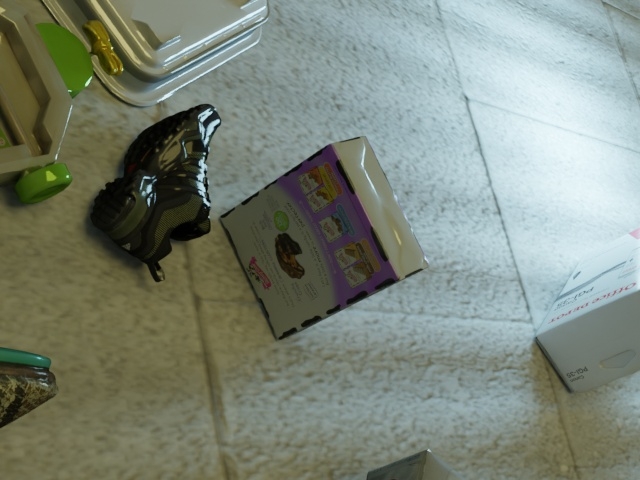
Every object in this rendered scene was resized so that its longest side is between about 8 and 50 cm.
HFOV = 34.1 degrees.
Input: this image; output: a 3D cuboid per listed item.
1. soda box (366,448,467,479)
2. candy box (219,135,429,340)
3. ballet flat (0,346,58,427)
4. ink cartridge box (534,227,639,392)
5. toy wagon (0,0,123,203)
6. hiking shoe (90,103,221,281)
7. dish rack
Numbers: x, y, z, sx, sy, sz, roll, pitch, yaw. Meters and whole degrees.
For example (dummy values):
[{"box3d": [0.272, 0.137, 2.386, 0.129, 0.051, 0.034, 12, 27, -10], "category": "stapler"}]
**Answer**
[{"box3d": [0.174, 0.354, 1.165, 0.286, 0.098, 0.091, 40, 43, -21], "category": "soda box"}, {"box3d": [0.000, 0.000, 1.181, 0.070, 0.196, 0.165, -20, 82, -51], "category": "candy box"}, {"box3d": [-0.432, 0.102, 0.718, 0.482, 0.164, 0.182, 23, 73, -30], "category": "ballet flat"}, {"box3d": [0.486, 0.091, 1.638, 0.117, 0.207, 0.283, 54, 39, -6], "category": "ink cartridge box"}, {"box3d": [-0.341, -0.156, 1.017, 0.344, 0.068, 0.267, -23, 85, -52], "category": "toy wagon"}, {"box3d": [-0.163, -0.058, 1.151, 0.114, 0.086, 0.227, 56, 43, -27], "category": "hiking shoe"}, {"box3d": [-0.203, -0.338, 1.277, 0.285, 0.072, 0.333, 54, 38, -6], "category": "dish rack"}]
